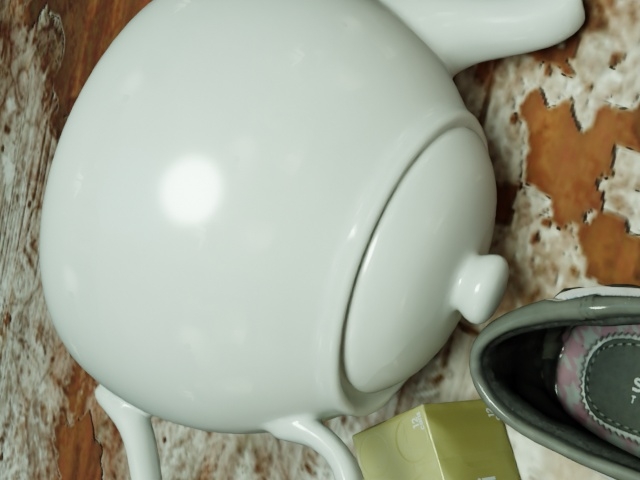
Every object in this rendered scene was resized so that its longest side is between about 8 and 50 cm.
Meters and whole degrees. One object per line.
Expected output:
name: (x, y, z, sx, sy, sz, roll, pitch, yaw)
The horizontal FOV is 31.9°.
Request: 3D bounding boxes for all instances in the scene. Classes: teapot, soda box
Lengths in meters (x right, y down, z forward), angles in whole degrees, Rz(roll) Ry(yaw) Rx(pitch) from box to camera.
teapot: (0.000, 0.000, 0.551, 0.187, 0.252, 0.256, 23, 127, 24)
soda box: (0.076, 0.174, 0.567, 0.061, 0.058, 0.181, -34, 64, 44)

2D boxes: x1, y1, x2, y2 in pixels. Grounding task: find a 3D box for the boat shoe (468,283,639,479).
boat shoe: (0.195, 0.081, 0.397, 0.335, 0.096, 0.112, 13, 98, 50)
